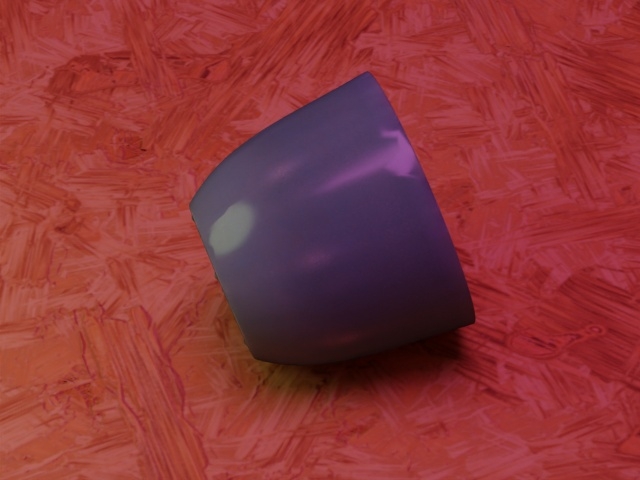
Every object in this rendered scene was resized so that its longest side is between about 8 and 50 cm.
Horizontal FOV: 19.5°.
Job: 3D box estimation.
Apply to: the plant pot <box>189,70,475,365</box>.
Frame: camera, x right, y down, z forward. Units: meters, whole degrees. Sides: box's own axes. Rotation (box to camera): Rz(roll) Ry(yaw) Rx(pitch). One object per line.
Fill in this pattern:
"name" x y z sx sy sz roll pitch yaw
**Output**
"plant pot" 0.000 0.000 1.982 0.235 0.293 0.293 -23 43 -3
